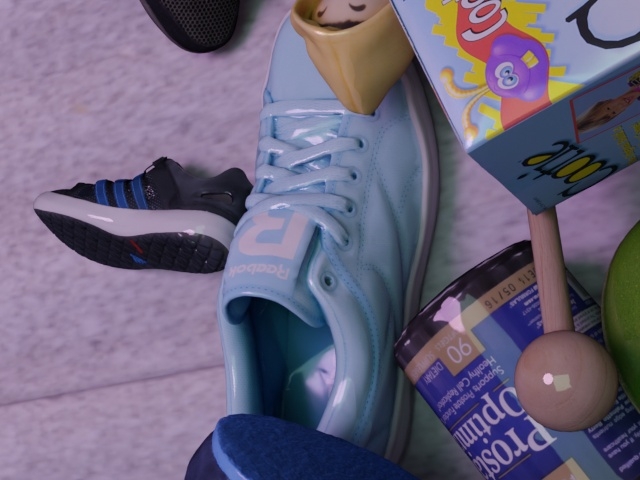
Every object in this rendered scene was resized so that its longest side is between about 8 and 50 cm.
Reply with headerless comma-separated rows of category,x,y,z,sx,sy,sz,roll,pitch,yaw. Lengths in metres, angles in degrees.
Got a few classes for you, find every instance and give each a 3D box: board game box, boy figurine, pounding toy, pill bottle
board game box,0.180,-0.149,0.447,0.275,0.144,0.142,-29,69,17
boy figurine,0.042,-0.220,0.616,0.177,0.092,0.285,12,72,24
pounding toy,0.229,0.027,0.489,0.237,0.110,0.183,10,63,-3
pill bottle,0.155,0.117,0.566,0.123,0.123,0.219,-43,71,15

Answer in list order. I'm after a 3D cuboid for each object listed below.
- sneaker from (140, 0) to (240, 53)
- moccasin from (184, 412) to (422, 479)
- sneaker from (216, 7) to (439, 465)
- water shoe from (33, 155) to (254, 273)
sneaker,-0.082,-0.221,0.646,0.130,0.087,0.227,50,147,45
moccasin,0.060,0.225,0.525,0.342,0.138,0.117,34,106,-12
sneaker,0.000,0.000,0.624,0.135,0.150,0.366,-5,83,22
water shoe,-0.135,-0.023,0.738,0.203,0.073,0.080,9,56,30
